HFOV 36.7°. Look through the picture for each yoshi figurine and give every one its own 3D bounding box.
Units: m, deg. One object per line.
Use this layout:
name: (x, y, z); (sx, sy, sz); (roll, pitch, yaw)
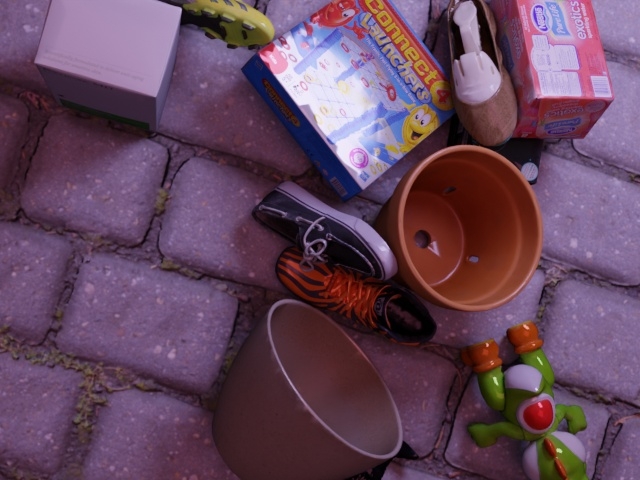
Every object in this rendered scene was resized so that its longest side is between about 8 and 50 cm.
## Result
yoshi figurine: (0.406, 0.347, 1.840); (0.203, 0.203, 0.362); (-9, 73, -48)

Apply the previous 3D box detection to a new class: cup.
cup: (-0.051, 0.304, 1.698); (0.237, 0.331, 0.331); (-41, 96, 20)

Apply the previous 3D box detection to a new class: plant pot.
plant pot: (0.227, -0.010, 1.755); (0.291, 0.203, 0.290); (3, 82, -22)

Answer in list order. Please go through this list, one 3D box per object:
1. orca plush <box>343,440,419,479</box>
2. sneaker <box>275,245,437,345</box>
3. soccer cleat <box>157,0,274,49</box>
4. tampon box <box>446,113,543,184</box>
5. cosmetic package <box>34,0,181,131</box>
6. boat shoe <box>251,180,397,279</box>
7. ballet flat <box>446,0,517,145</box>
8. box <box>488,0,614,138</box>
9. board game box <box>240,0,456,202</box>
orca plush: (0.070, 0.488, 1.792); (0.287, 0.102, 0.151); (-36, 94, -8)
sneaker: (0.076, 0.094, 1.761); (0.321, 0.180, 0.124); (23, 85, -8)
soccer cleat: (-0.192, -0.422, 1.717); (0.289, 0.093, 0.121); (21, 64, 29)
tampon box: (0.332, -0.176, 1.846); (0.161, 0.101, 0.120); (10, 87, -8)
cosmetic package: (-0.346, -0.301, 1.611); (0.197, 0.365, 0.155); (15, 86, -7)
boat shoe: (-0.001, -0.003, 1.714); (0.105, 0.113, 0.306); (-38, 57, -25)
ballet flat: (0.282, -0.333, 1.759); (0.116, 0.124, 0.342); (-12, 56, 19)
box: (0.418, -0.349, 1.789); (0.154, 0.142, 0.300); (-1, 65, -11)
board game box: (0.067, -0.281, 1.770); (0.302, 0.086, 0.308); (-41, 95, -26)
